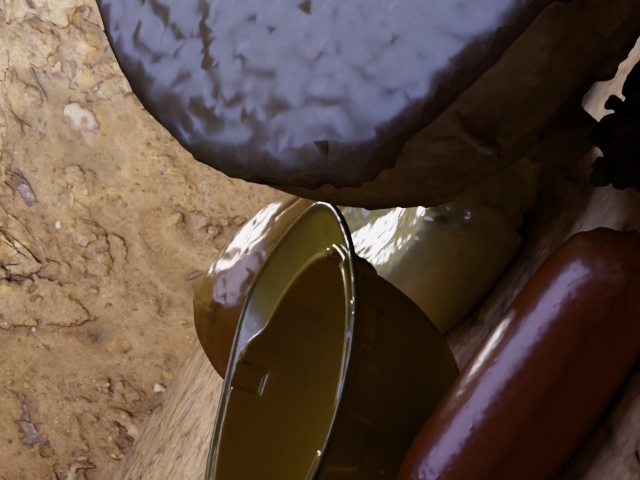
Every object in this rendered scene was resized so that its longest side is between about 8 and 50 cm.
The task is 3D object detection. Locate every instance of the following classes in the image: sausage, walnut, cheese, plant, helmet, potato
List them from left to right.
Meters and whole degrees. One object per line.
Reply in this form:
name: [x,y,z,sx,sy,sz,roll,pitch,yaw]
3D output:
walnut: [-0.026,0.056,1.156,0.226,0.193,0.193,-51,4,-25]
helmet: [0.025,0.113,0.738,0.205,0.140,0.257,-50,24,42]
cheese: [0.088,-0.024,0.933,0.226,0.117,0.214,-38,35,53]
potato: [0.100,-0.235,0.734,0.319,0.385,0.442,2,-55,-50]
sausage: [0.112,0.078,0.593,0.198,0.076,0.076,-57,8,5]
plant: [0.211,-0.091,0.611,0.174,0.087,0.085,-52,45,18]
